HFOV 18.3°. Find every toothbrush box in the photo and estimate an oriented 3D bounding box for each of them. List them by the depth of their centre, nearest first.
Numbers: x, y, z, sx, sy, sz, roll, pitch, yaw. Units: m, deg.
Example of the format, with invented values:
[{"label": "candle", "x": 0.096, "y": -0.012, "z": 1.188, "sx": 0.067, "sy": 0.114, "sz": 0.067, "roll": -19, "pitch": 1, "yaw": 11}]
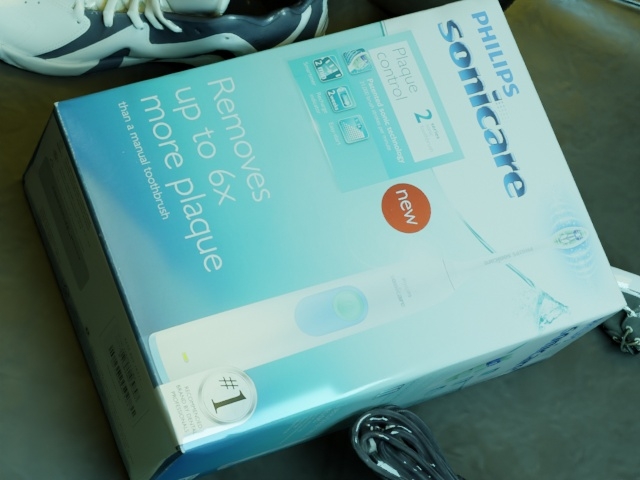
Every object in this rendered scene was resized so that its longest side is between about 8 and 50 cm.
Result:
[{"label": "toothbrush box", "x": 0.000, "y": 0.000, "z": 1.193, "sx": 0.296, "sy": 0.126, "sz": 0.216, "roll": -15, "pitch": 77, "yaw": -23}]

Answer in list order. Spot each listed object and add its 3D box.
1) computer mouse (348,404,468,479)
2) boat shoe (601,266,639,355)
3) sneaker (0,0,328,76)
[{"label": "computer mouse", "x": 0.026, "y": 0.244, "z": 1.161, "sx": 0.184, "sy": 0.060, "sz": 0.262, "roll": 39, "pitch": 67, "yaw": -22}, {"label": "boat shoe", "x": 0.214, "y": 0.057, "z": 1.284, "sx": 0.142, "sy": 0.049, "sz": 0.040, "roll": 25, "pitch": 66, "yaw": -10}, {"label": "sneaker", "x": -0.099, "y": -0.158, "z": 1.200, "sx": 0.235, "sy": 0.153, "sz": 0.094, "roll": 13, "pitch": 67, "yaw": -13}]
